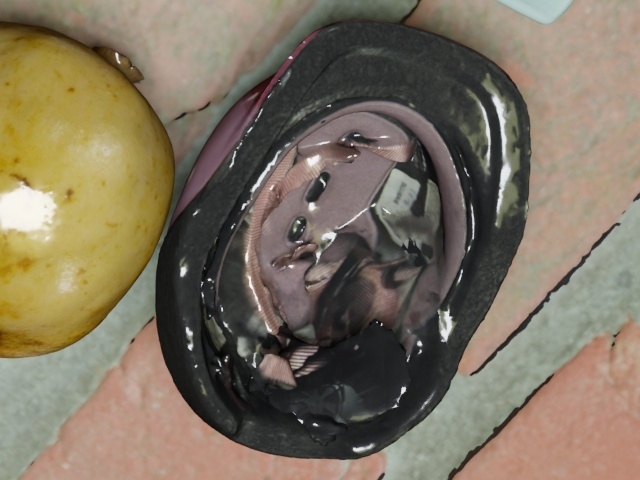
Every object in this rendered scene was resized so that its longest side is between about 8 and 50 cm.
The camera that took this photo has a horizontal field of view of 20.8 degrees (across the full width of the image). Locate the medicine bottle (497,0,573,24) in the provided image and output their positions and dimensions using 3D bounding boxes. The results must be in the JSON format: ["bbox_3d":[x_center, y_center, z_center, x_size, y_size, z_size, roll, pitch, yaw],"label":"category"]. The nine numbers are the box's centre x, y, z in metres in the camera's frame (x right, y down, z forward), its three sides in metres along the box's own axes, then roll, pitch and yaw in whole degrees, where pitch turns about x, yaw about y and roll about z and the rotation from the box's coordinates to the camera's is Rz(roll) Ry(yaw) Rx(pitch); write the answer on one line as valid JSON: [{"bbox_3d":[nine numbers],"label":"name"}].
[{"bbox_3d":[0.139,-0.245,0.968,0.121,0.083,0.229,30,107,-9],"label":"medicine bottle"}]

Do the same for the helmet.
[{"bbox_3d":[0.000,0.000,1.018,0.198,0.154,0.253,14,91,-23],"label":"helmet"}]

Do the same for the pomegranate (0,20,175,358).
[{"bbox_3d":[-0.160,-0.037,0.969,0.196,0.196,0.196,-2,112,-6],"label":"pomegranate"}]
